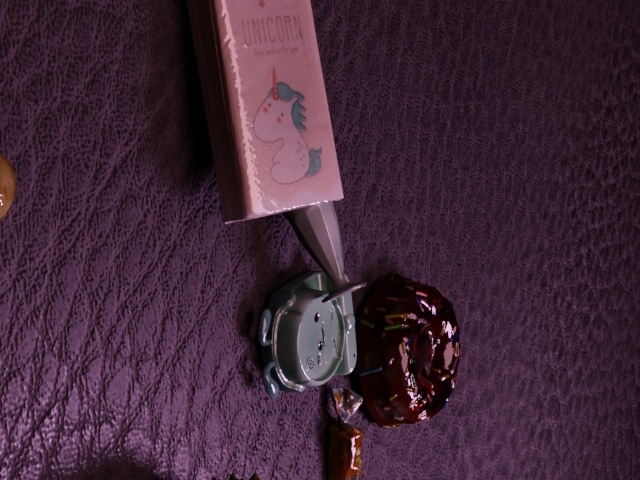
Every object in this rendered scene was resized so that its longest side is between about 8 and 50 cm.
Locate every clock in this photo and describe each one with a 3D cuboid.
[{"bbox_3d":[-0.022,0.130,1.922,0.188,0.060,0.148,-28,116,-54],"label":"clock"}]

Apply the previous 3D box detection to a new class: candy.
[{"bbox_3d":[0.036,0.294,2.045,0.053,0.046,0.182,-15,107,-56],"label":"candy"}]

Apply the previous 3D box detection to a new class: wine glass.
[{"bbox_3d":[0.000,0.000,1.888,0.073,0.073,0.155,-18,86,-57],"label":"wine glass"}]

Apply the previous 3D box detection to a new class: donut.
[{"bbox_3d":[0.136,0.165,2.160,0.235,0.089,0.235,-2,93,-58],"label":"donut"}]

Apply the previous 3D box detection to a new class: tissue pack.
[{"bbox_3d":[-0.070,-0.193,1.756,0.170,0.071,0.325,-15,98,-44],"label":"tissue pack"}]

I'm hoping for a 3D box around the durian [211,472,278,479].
[{"bbox_3d":[-0.096,0.402,1.688,0.291,0.225,0.291,-5,102,-22],"label":"durian"}]

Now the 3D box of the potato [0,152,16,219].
[{"bbox_3d":[-0.326,-0.055,1.402,0.103,0.066,0.096,-48,135,-49],"label":"potato"}]
